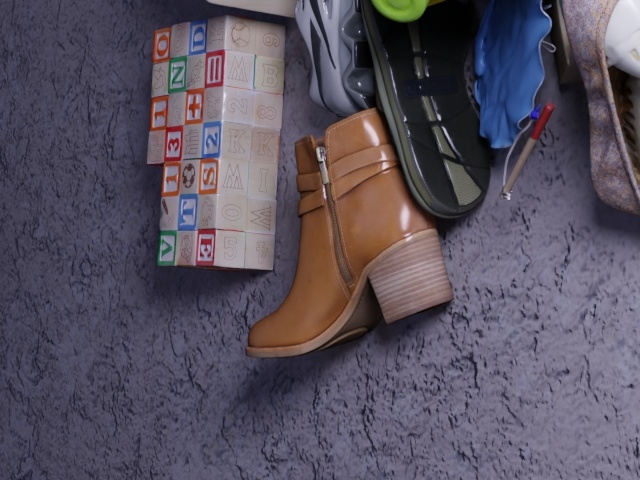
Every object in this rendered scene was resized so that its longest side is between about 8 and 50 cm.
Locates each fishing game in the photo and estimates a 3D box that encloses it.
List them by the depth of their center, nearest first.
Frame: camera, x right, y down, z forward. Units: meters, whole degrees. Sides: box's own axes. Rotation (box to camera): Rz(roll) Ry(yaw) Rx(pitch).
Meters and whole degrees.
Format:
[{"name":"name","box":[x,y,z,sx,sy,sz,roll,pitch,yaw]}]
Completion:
[{"name":"fishing game","box":[0.190,-0.176,1.608,0.189,0.041,0.264,112,159,-50]}]

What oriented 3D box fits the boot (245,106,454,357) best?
[{"name":"boot","box":[0.000,0.000,1.782,0.283,0.109,0.220,-26,82,44]}]

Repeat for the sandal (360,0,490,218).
[{"name":"sandal","box":[0.095,-0.163,1.717,0.086,0.120,0.303,143,123,-62]}]

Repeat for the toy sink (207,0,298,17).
[{"name":"toy sink","box":[-0.099,-0.368,1.973,0.234,0.152,0.131,50,125,44]}]

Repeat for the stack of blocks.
[{"name":"stack of blocks","box":[-0.131,-0.113,2.039,0.171,0.087,0.297,-2,84,54]}]

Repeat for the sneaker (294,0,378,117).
[{"name":"sneaker","box":[0.028,-0.296,1.813,0.146,0.122,0.331,2,87,52]}]

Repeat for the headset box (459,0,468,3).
[{"name":"headset box","box":[0.150,-0.285,1.692,0.083,0.032,0.062,126,158,-52]}]

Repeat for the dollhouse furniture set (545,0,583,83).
[{"name":"dollhouse furniture set","box":[0.283,-0.216,1.532,0.151,0.123,0.144,92,171,-73]}]

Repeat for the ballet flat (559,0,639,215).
[{"name":"ballet flat","box":[0.271,-0.140,1.385,0.106,0.107,0.316,40,158,44]}]

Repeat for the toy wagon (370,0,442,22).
[{"name":"toy wagon","box":[0.194,-0.318,1.516,0.344,0.068,0.267,-13,35,42]}]
